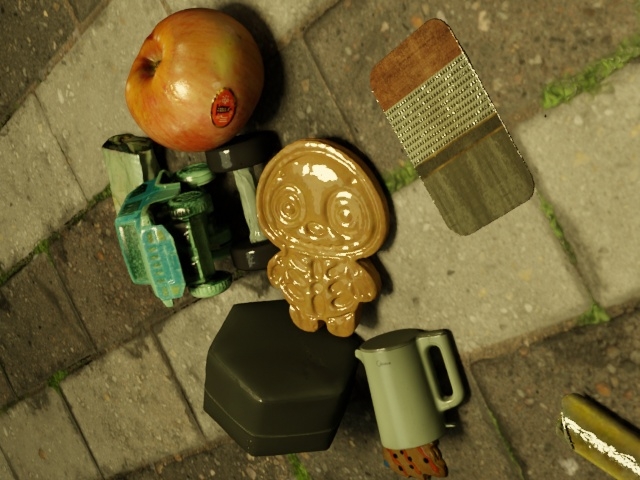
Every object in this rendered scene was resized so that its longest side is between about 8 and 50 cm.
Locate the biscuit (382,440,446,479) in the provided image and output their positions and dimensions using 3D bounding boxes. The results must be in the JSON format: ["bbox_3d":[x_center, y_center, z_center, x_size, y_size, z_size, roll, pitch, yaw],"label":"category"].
[{"bbox_3d":[0.129,0.311,1.662,0.119,0.019,0.130,56,141,12],"label":"biscuit"}]

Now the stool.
[{"bbox_3d":[-0.057,0.200,1.663,0.232,0.232,0.141,37,137,31],"label":"stool"}]

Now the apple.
[{"bbox_3d":[-0.177,-0.225,1.583,0.209,0.164,0.209,-31,45,37],"label":"apple"}]

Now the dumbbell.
[{"bbox_3d":[-0.102,-0.058,1.664,0.100,0.100,0.191,4,112,48],"label":"dumbbell"}]

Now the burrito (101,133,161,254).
[{"bbox_3d":[-0.301,-0.063,1.906,0.144,0.089,0.229,21,125,59],"label":"burrito"}]

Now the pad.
[{"bbox_3d":[0.180,-0.155,1.320,0.250,0.055,0.323,62,159,5],"label":"pad"}]

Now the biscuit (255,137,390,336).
[{"bbox_3d":[-0.001,0.000,1.572,0.202,0.044,0.289,12,112,23],"label":"biscuit"}]

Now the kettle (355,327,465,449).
[{"bbox_3d":[0.123,0.203,1.551,0.127,0.098,0.148,-2,104,55],"label":"kettle"}]

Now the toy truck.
[{"bbox_3d":[-0.220,-0.011,1.714,0.279,0.156,0.155,-94,-9,-70],"label":"toy truck"}]

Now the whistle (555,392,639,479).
[{"bbox_3d":[0.406,0.287,1.298,0.326,0.057,0.068,33,132,34],"label":"whistle"}]
